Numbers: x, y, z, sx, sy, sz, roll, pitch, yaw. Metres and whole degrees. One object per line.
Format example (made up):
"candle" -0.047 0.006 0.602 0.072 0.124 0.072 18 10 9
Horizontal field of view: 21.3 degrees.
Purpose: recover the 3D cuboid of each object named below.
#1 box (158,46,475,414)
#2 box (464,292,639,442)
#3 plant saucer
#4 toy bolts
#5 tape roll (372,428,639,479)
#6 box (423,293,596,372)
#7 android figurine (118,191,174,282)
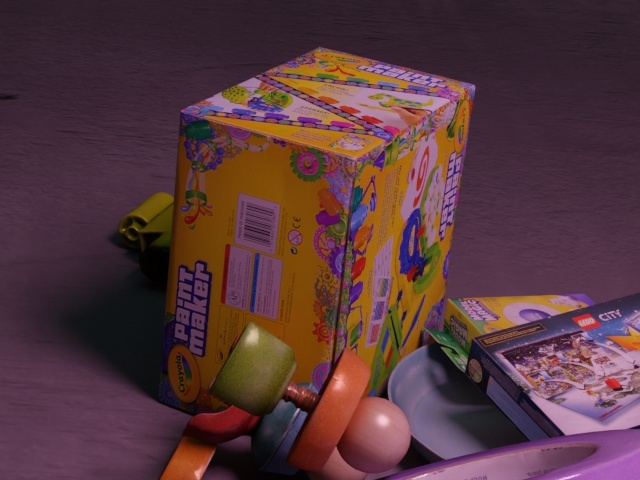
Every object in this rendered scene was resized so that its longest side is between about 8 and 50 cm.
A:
"box" 0.000 0.000 1.610 0.177 0.290 0.279 16 24 22
"box" 0.272 0.124 1.549 0.233 0.044 0.159 -13 39 -28
"plant saucer" 0.217 0.175 1.583 0.317 0.043 0.317 6 22 -2
"toy bolts" -0.034 0.181 1.395 0.158 0.218 0.228 30 -2 -2
"tape roll" 0.121 0.212 1.240 0.275 0.090 0.275 -14 -3 -1
"box" 0.200 0.092 1.665 0.179 0.043 0.105 -4 25 -21
"android figurine" -0.091 -0.024 1.893 0.248 0.056 0.273 -1 21 22
